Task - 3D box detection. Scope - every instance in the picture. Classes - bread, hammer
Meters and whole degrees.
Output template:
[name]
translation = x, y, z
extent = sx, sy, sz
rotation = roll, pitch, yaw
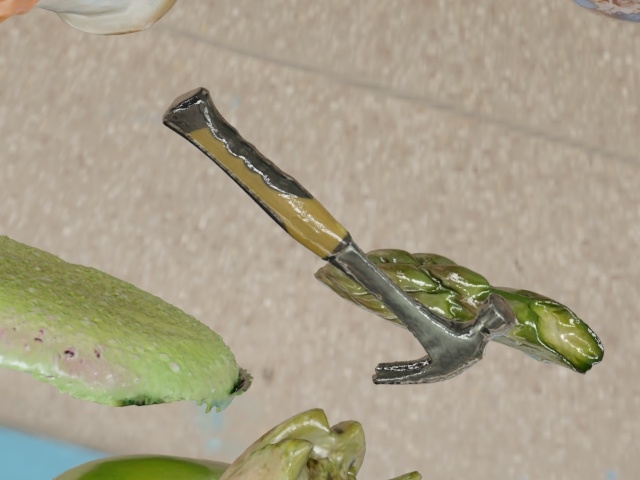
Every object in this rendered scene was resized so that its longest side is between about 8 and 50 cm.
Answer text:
[bread]
translation = -0.180, 0.032, 1.132
extent = 0.301, 0.301, 0.045
rotation = 18, 97, -5
[hammer]
translation = 0.000, 0.000, 0.983
extent = 0.201, 0.021, 0.078
rotation = 41, 118, -10

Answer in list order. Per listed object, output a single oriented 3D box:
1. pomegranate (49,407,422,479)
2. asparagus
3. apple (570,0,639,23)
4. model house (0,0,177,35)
[pomegranate]
translation = -0.068, 0.203, 1.083
extent = 0.236, 0.236, 0.302
rotation = 27, 131, -10
[asparagus]
translation = 0.121, 0.055, 1.819
extent = 0.287, 0.080, 0.080
rotation = 13, 124, 27
[apple]
translation = 0.332, -0.356, 1.962
extent = 0.305, 0.306, 0.235
rotation = 27, 164, -10
[model house]
translation = -0.145, -0.181, 0.751
extent = 0.271, 0.301, 0.190
rotation = 29, 102, 20
